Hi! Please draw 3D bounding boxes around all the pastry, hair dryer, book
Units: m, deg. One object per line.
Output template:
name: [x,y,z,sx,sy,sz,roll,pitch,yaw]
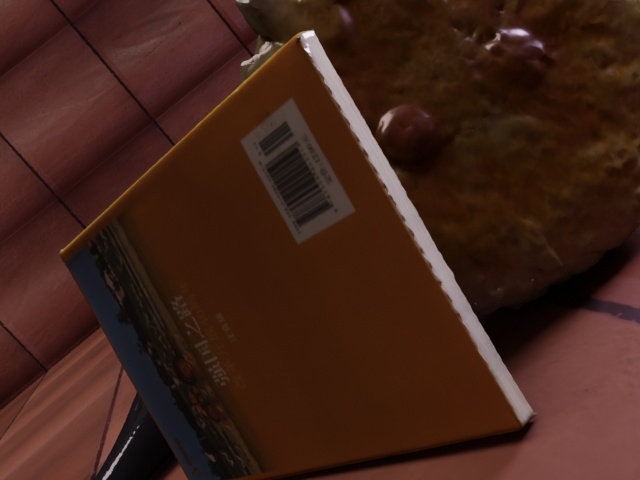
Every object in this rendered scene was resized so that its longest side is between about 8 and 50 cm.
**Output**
pastry: [0.092,-0.090,0.529,0.330,0.329,0.136,-40,-5,-3]
hair dryer: [-0.218,0.244,0.879,0.235,0.091,0.271,-57,6,-29]
book: [-0.060,0.057,0.524,0.374,0.262,0.028,-29,2,45]
